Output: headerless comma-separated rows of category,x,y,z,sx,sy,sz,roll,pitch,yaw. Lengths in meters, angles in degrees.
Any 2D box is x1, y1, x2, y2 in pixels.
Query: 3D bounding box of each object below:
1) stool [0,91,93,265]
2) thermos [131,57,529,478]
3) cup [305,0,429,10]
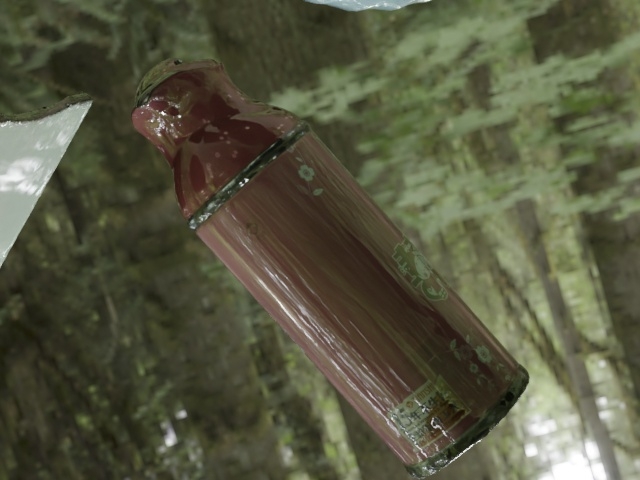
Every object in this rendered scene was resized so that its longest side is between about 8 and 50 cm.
stool,-0.380,-0.073,1.195,0.270,0.243,0.170,-57,171,21
thermos,0.003,-0.002,0.988,0.136,0.330,0.109,-44,-176,-38
cup,-0.038,-0.269,0.430,0.311,0.331,0.256,35,-159,30
